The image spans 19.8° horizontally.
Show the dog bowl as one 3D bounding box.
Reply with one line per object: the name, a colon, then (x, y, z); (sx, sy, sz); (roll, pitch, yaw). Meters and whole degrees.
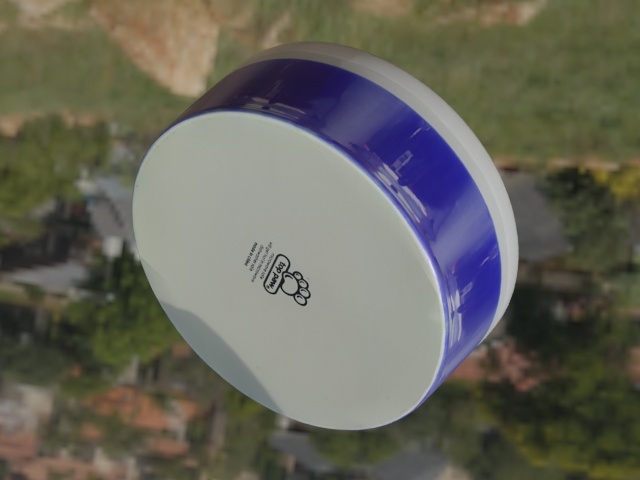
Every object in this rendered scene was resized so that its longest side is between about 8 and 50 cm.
dog bowl: (0.000, 0.000, 1.295); (0.265, 0.104, 0.264); (21, 132, 25)
